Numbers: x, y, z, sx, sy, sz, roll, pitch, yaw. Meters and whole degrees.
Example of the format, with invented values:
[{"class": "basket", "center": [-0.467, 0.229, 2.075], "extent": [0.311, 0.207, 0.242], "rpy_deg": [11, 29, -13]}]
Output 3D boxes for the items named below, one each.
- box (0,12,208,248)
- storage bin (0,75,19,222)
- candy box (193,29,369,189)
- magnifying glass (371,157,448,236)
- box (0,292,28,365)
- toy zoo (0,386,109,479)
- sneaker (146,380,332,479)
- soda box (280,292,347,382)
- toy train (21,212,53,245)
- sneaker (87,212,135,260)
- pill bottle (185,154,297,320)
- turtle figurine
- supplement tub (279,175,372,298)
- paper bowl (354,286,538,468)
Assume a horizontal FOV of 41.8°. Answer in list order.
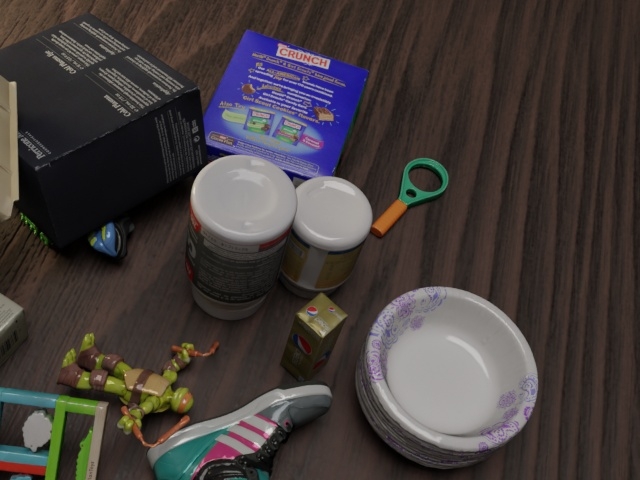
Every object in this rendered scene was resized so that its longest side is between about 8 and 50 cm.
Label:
[{"class": "box", "center": [-0.426, -0.204, 1.453], "extent": [0.313, 0.179, 0.343], "rpy_deg": [-33, 54, -30]}, {"class": "storage bin", "center": [-0.594, -0.123, 1.242], "extent": [0.262, 0.123, 0.260], "rpy_deg": [-19, 62, 14]}, {"class": "candy box", "center": [-0.073, -0.233, 1.634], "extent": [0.268, 0.122, 0.317], "rpy_deg": [19, 56, 1]}, {"class": "magnifying glass", "center": [0.173, -0.085, 1.651], "extent": [0.092, 0.026, 0.231], "rpy_deg": [36, 57, 12]}, {"class": "box", "center": [-0.602, 0.095, 1.308], "extent": [0.275, 0.094, 0.113], "rpy_deg": [31, 55, 9]}, {"class": "toy zoo", "center": [-0.459, 0.301, 1.174], "extent": [0.293, 0.030, 0.192], "rpy_deg": [9, 94, -7]}, {"class": "sneaker", "center": [-0.090, 0.333, 1.246], "extent": [0.296, 0.123, 0.178], "rpy_deg": [-21, 58, -16]}, {"class": "soda box", "center": [-0.013, 0.160, 1.346], "extent": [0.058, 0.181, 0.061], "rpy_deg": [41, 58, 15]}, {"class": "toy train", "center": [-0.492, -0.023, 1.455], "extent": [0.083, 0.023, 0.017], "rpy_deg": [43, 58, 15]}, {"class": "sneaker", "center": [-0.368, -0.037, 1.474], "extent": [0.067, 0.078, 0.188], "rpy_deg": [-27, 44, 12]}, {"class": "pill bottle", "center": [-0.137, 0.007, 1.359], "extent": [0.161, 0.283, 0.161], "rpy_deg": [6, 56, -9]}, {"class": "turtle figurine", "center": [-0.280, 0.218, 1.307], "extent": [0.217, 0.087, 0.269], "rpy_deg": [21, 32, 5]}, {"class": "supplement tub", "center": [0.000, 0.000, 1.446], "extent": [0.144, 0.199, 0.144], "rpy_deg": [6, 56, -10]}, {"class": "paper bowl", "center": [0.196, 0.230, 1.370], "extent": [0.284, 0.148, 0.284], "rpy_deg": [6, 55, -9]}]
